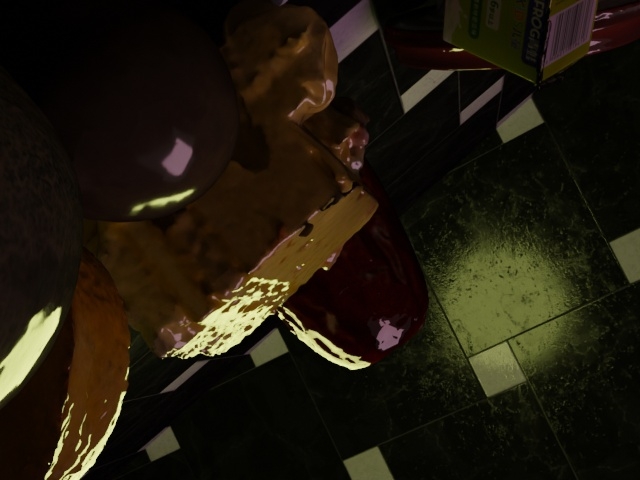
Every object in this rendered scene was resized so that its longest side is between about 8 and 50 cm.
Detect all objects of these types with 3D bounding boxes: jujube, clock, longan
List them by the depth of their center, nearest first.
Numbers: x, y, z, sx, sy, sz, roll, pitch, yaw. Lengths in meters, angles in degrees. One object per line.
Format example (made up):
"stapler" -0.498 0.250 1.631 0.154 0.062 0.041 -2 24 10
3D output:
"longan" -0.140 -0.091 0.649 0.189 0.189 0.189 -39 170 -8
"clock" 0.231 -0.270 1.082 0.318 0.080 0.318 -8 -159 3
"jujube" 0.000 0.000 1.142 0.223 0.318 0.223 -36 178 -1

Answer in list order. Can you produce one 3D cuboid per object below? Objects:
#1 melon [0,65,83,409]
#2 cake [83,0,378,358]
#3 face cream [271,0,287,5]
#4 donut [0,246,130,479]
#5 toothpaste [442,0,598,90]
"melon" -0.245 0.002 0.448 0.248 0.248 0.329 -42 173 10
"cake" -0.075 -0.063 0.845 0.286 0.222 0.227 -41 172 4
"face cream" 0.052 -0.265 0.777 0.251 0.101 0.101 -34 169 -29
"donut" -0.260 0.089 0.675 0.277 0.277 0.108 -42 158 12
"toothpaste" 0.168 -0.283 0.714 0.077 0.110 0.327 -32 140 -29
